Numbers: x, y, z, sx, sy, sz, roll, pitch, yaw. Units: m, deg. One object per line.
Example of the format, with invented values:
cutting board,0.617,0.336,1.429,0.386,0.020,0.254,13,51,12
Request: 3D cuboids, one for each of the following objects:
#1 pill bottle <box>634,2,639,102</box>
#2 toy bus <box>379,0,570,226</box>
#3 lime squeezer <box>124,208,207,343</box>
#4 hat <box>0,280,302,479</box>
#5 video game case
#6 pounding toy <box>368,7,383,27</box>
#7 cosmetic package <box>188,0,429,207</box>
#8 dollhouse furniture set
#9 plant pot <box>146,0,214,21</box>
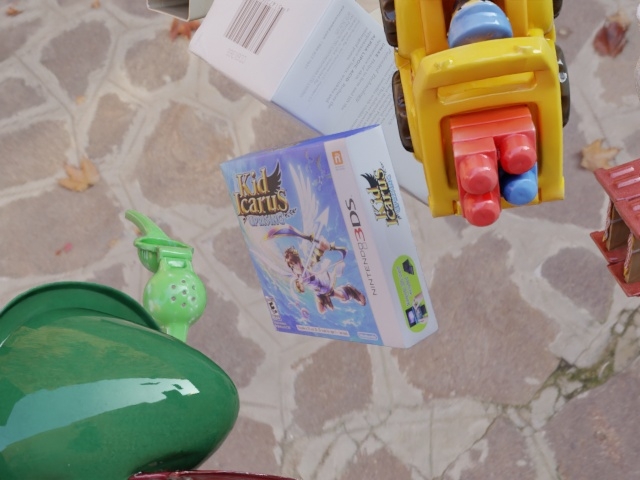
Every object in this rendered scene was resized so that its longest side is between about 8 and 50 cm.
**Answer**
pill bottle,0.345,-0.122,0.654,0.117,0.208,0.117,-23,31,15
toy bus,0.125,-0.121,0.587,0.149,0.220,0.211,-7,36,12
lime squeezer,-0.143,0.044,0.705,0.059,0.110,0.310,-8,48,-16
hat,-0.071,0.100,0.447,0.183,0.208,0.173,-11,71,31
video game case,0.000,0.000,0.915,0.061,0.269,0.244,-24,103,-35
pounding toy,0.127,-0.290,1.320,0.183,0.110,0.237,28,60,-6
cosmetic package,0.039,-0.203,1.029,0.217,0.385,0.156,38,99,41
dollhouse furniture set,0.662,-0.060,1.255,0.374,0.201,0.152,-17,53,2
plant pot,-0.186,-0.391,1.113,0.096,0.109,0.109,-18,35,-42
